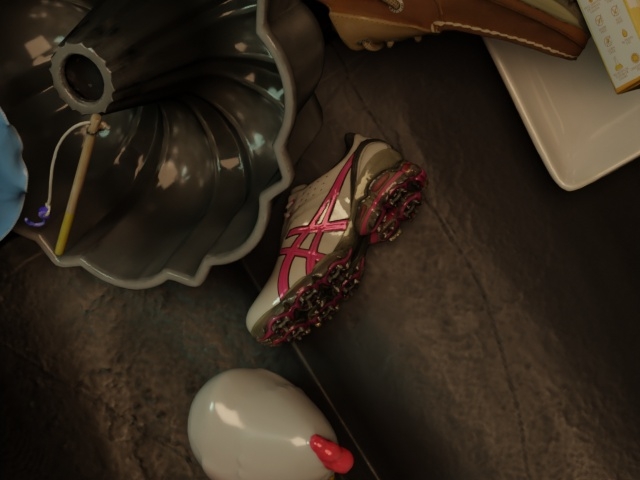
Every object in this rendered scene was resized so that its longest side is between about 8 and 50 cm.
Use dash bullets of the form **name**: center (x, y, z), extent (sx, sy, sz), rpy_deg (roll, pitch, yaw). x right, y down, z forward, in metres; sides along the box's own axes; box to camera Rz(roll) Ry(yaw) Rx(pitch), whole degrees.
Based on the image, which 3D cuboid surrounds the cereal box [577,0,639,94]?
- **cereal box**: center (0.239, -0.238, 0.895), extent (0.173, 0.047, 0.240), rpy_deg (-17, 83, -35)

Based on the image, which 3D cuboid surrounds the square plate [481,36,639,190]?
- **square plate**: center (0.261, -0.264, 0.985), extent (0.344, 0.049, 0.347), rpy_deg (-27, 86, -3)

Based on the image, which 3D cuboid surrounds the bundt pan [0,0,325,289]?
- **bundt pan**: center (-0.135, -0.135, 0.872), extent (0.330, 0.124, 0.331), rpy_deg (14, 122, 23)

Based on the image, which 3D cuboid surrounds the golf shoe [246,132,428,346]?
- **golf shoe**: center (0.000, 0.000, 0.959), extent (0.086, 0.067, 0.186), rpy_deg (38, 86, 29)

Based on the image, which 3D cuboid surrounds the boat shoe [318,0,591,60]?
- **boat shoe**: center (0.046, -0.208, 0.913), extent (0.324, 0.123, 0.120), rpy_deg (23, 124, -3)

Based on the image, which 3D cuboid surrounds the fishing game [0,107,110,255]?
- **fishing game**: center (-0.289, -0.037, 0.818), extent (0.264, 0.189, 0.041), rpy_deg (10, 41, -24)

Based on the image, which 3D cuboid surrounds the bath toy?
- **bath toy**: center (-0.077, 0.260, 0.870), extent (0.129, 0.151, 0.348), rpy_deg (11, 65, 34)
